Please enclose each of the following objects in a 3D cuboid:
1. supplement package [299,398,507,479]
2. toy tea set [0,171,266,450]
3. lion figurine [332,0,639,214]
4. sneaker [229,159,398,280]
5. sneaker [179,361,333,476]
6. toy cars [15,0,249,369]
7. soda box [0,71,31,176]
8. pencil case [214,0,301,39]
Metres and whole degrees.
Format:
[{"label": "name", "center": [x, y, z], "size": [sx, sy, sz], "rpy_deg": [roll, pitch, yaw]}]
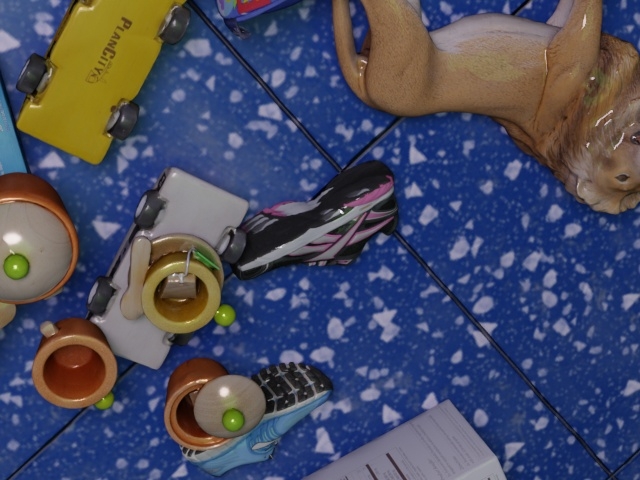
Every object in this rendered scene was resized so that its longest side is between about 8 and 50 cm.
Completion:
[{"label": "supplement package", "center": [0.071, 0.297, 1.238], "size": [0.244, 0.134, 0.139], "rpy_deg": [-27, 114, -6]}, {"label": "toy tea set", "center": [-0.185, 0.076, 1.016], "size": [0.336, 0.124, 0.200], "rpy_deg": [22, 107, -20]}, {"label": "lion figurine", "center": [0.154, -0.164, 1.123], "size": [0.392, 0.142, 0.240], "rpy_deg": [10, 113, -4]}, {"label": "sneaker", "center": [0.000, 0.000, 1.155], "size": [0.178, 0.072, 0.077], "rpy_deg": [-25, 124, -1]}, {"label": "sneaker", "center": [-0.059, 0.182, 1.213], "size": [0.162, 0.063, 0.073], "rpy_deg": [-28, 131, -1]}, {"label": "toy cars", "center": [-0.165, -0.076, 1.075], "size": [0.176, 0.087, 0.394], "rpy_deg": [-14, 115, -6]}, {"label": "soda box", "center": [-0.290, -0.058, 1.050], "size": [0.071, 0.067, 0.210], "rpy_deg": [-16, 112, -10]}, {"label": "pencil case", "center": [-0.086, -0.324, 0.974], "size": [0.119, 0.133, 0.306], "rpy_deg": [-39, 110, -36]}]
